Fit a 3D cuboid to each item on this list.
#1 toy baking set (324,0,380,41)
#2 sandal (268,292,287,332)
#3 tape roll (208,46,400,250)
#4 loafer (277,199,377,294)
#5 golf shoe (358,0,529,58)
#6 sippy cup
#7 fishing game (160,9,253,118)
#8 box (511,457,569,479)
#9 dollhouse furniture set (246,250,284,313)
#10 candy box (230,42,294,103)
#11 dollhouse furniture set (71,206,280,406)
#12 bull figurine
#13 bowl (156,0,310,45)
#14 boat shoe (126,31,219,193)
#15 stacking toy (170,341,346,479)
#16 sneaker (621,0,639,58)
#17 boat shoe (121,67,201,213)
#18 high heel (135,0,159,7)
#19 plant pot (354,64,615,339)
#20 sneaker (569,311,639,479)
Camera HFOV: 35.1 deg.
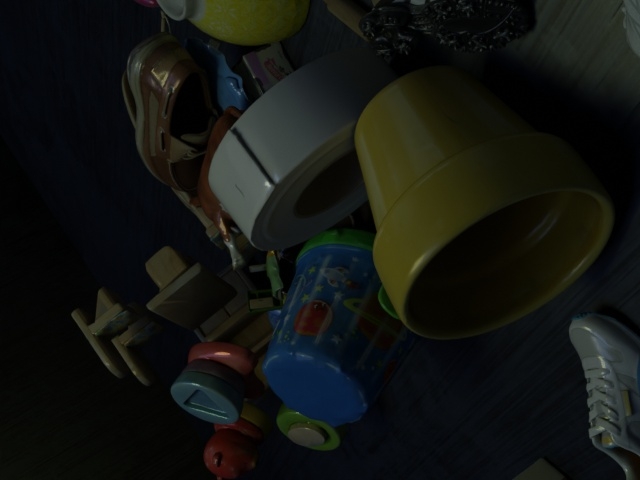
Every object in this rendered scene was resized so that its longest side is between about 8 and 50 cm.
[{"bbox_3d":[0.037,-0.357,1.270,0.256,0.030,0.197,42,148,34],"label":"toy baking set"},{"bbox_3d":[-0.026,0.214,1.823,0.126,0.138,0.317,25,153,40],"label":"sandal"},{"bbox_3d":[-0.002,-0.112,1.300,0.100,0.286,0.286,53,155,17],"label":"tape roll"},{"bbox_3d":[0.000,0.000,1.611,0.134,0.130,0.366,50,154,21],"label":"loafer"},{"bbox_3d":[0.140,-0.259,1.118,0.198,0.094,0.077,5,140,31],"label":"golf shoe"},{"bbox_3d":[0.032,0.140,1.491,0.240,0.224,0.306,15,139,18],"label":"sippy cup"},{"bbox_3d":[-0.161,-0.245,1.594,0.264,0.041,0.189,45,155,14],"label":"fishing game"},{"bbox_3d":[0.351,0.450,1.428,0.232,0.126,0.149,40,149,39],"label":"box"},{"bbox_3d":[-0.090,0.067,1.592,0.152,0.058,0.076,93,170,-67],"label":"dollhouse furniture set"},{"bbox_3d":[-0.088,-0.208,1.625,0.165,0.070,0.196,62,156,-2],"label":"candy box"},{"bbox_3d":[-0.189,0.152,1.912,0.256,0.362,0.394,51,180,19],"label":"dollhouse furniture set"},{"bbox_3d":[-0.132,-0.076,1.588,0.188,0.101,0.310,60,159,21],"label":"bull figurine"},{"bbox_3d":[-0.160,-0.396,1.451,0.289,0.156,0.290,44,152,31],"label":"bowl"},{"bbox_3d":[-0.222,-0.178,1.610,0.116,0.123,0.324,37,156,26],"label":"boat shoe"},{"bbox_3d":[-0.116,0.327,1.799,0.279,0.130,0.309,6,141,23],"label":"stacking toy"},{"bbox_3d":[0.285,-0.219,0.846,0.292,0.110,0.118,61,165,-1],"label":"sneaker"},{"bbox_3d":[-0.296,-0.189,1.997,0.341,0.121,0.110,63,155,-9],"label":"boat shoe"},{"bbox_3d":[-0.337,-0.518,1.760,0.117,0.082,0.244,86,160,-62],"label":"high heel"},{"bbox_3d":[0.157,-0.057,1.129,0.254,0.253,0.239,94,156,-51],"label":"plant pot"},{"bbox_3d":[0.352,0.190,1.176,0.229,0.092,0.087,60,158,3],"label":"sneaker"}]
